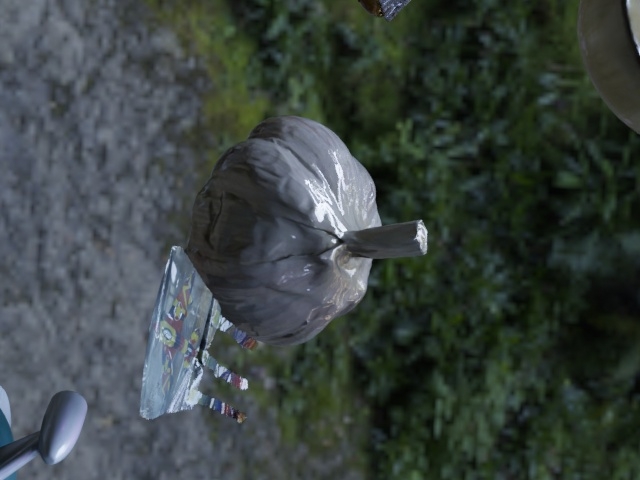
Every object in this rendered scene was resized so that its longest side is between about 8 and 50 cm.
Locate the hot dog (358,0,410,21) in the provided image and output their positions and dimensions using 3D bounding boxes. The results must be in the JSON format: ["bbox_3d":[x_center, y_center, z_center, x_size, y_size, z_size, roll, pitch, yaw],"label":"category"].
[{"bbox_3d":[0.036,-0.343,1.598,0.131,0.069,0.253,-83,153,-66],"label":"hot dog"}]

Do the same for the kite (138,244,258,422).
[{"bbox_3d":[-0.100,0.097,1.310,0.245,0.015,0.141,44,57,-67],"label":"kite"}]

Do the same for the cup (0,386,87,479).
[{"bbox_3d":[-0.334,0.192,1.322,0.173,0.299,0.167,-85,152,-61],"label":"cup"}]

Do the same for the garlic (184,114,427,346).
[{"bbox_3d":[0.000,0.000,1.420,0.218,0.212,0.219,-17,111,-50],"label":"garlic"}]

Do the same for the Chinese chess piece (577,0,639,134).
[{"bbox_3d":[0.391,-0.221,1.608,0.104,0.257,0.257,152,-56,-68],"label":"Chinese chess piece"}]
